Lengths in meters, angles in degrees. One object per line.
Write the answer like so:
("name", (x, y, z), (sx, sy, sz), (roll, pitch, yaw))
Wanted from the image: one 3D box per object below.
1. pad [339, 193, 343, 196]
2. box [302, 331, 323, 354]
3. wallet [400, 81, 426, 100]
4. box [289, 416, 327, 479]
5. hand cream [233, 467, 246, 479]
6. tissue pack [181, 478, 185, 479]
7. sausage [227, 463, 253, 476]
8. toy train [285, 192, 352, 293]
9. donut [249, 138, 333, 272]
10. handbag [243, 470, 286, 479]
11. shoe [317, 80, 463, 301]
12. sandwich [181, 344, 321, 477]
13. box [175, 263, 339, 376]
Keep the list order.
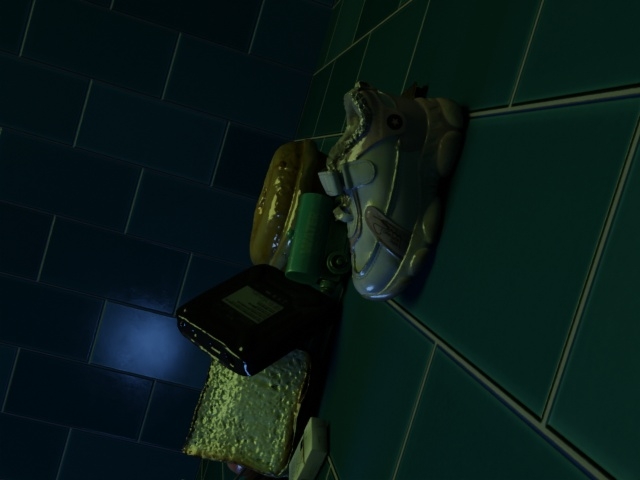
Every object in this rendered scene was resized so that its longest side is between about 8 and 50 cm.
("pad", (0.066, -0.097, 1.911), (0.247, 0.007, 0.367), (175, 110, -80))
("box", (-0.091, 0.269, 1.791), (0.130, 0.162, 0.227), (-63, -10, -85))
("wallet", (0.165, -0.213, 1.475), (0.110, 0.031, 0.198), (147, 138, -74))
("box", (-0.026, 0.439, 1.478), (0.084, 0.040, 0.154), (-88, 15, -56))
("hand cream", (-0.163, 0.517, 1.730), (0.275, 0.050, 0.079), (-48, -34, -34))
("tissue pack", (-0.155, 0.571, 1.357), (0.215, 0.257, 0.123), (-89, 20, -50))
("sausage", (-0.190, 0.526, 2.063), (0.113, 0.114, 0.259), (-101, 28, -69))
("toy train", (0.000, 0.000, 1.699), (0.101, 0.159, 0.248), (114, 167, -63))
("donut", (-0.086, -0.083, 2.179), (0.449, 0.198, 0.448), (-164, 90, -81))
("handbag", (-0.167, 0.605, 1.737), (0.151, 0.072, 0.193), (-39, -12, -35))
("shoe", (0.090, -0.083, 1.202), (0.172, 0.198, 0.351), (174, 113, -81))
("sandwich", (-0.143, 0.362, 1.651), (0.099, 0.271, 0.301), (47, -125, -66))
("box", (-0.145, 0.166, 1.655), (0.290, 0.289, 0.073), (26, 134, 42))
